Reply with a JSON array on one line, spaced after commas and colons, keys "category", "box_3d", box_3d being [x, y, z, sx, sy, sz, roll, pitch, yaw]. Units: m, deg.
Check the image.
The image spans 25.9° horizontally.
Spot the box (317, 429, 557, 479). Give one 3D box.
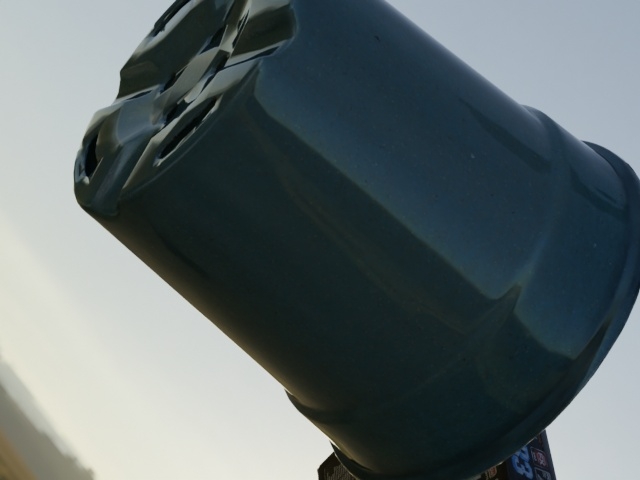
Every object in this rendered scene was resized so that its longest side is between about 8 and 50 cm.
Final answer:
[{"category": "box", "box_3d": [0.111, 0.267, 1.372, 0.073, 0.293, 0.296, 25, 35, -25]}]

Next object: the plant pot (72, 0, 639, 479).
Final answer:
[{"category": "plant pot", "box_3d": [0.016, -0.034, 1.068, 0.334, 0.341, 0.341, 39, -9, -28]}]
